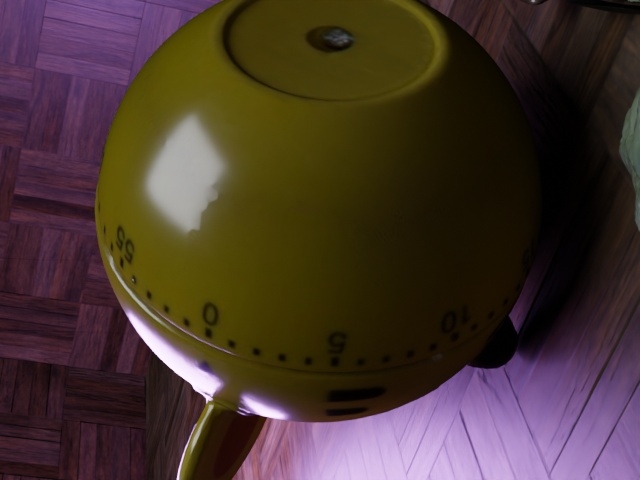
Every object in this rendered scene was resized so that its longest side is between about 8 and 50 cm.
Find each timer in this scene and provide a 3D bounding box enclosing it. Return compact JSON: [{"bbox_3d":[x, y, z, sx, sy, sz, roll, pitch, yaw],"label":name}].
[{"bbox_3d":[0.000,0.000,0.910,0.376,0.376,0.387,-96,9,-45],"label":"timer"}]

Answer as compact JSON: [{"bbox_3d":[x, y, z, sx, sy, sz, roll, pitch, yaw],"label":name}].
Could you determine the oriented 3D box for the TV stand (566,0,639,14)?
[{"bbox_3d":[0.221,-0.160,0.716,0.249,0.036,0.042,-132,54,-71],"label":"TV stand"}]

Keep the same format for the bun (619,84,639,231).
[{"bbox_3d":[0.211,-0.053,0.541,0.195,0.118,0.195,-172,90,-78],"label":"bun"}]

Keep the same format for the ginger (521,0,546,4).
[{"bbox_3d":[0.204,-0.295,0.813,0.122,0.084,0.290,54,143,23],"label":"ginger"}]
